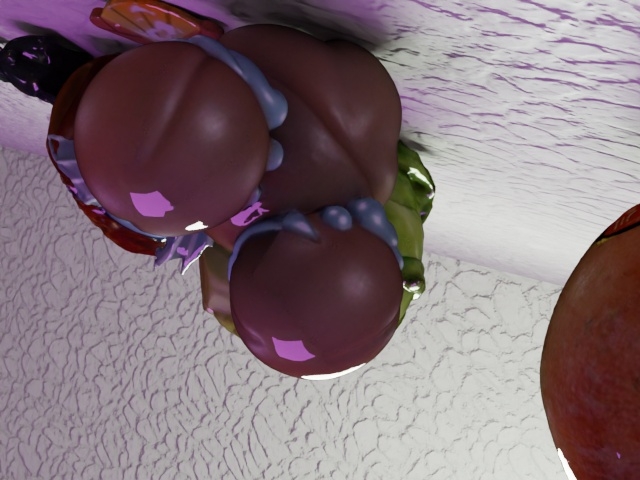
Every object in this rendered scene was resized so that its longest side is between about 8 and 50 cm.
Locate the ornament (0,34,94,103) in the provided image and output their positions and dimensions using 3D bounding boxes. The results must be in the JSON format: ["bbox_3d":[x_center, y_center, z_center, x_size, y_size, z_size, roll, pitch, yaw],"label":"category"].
[{"bbox_3d":[-0.386,-0.208,1.123,0.236,0.080,0.202,16,180,13],"label":"ornament"}]

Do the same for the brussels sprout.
[{"bbox_3d":[0.000,0.000,1.064,0.294,0.259,0.227,-15,140,-3],"label":"brussels sprout"}]

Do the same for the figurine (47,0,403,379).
[{"bbox_3d":[-0.085,-0.067,0.778,0.276,0.248,0.388,45,161,-26],"label":"figurine"}]

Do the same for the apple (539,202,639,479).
[{"bbox_3d":[0.344,0.103,0.748,0.338,0.338,0.305,16,-164,12],"label":"apple"}]

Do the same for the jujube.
[{"bbox_3d":[-0.205,-0.097,1.113,0.216,0.216,0.342,16,171,7],"label":"jujube"}]
